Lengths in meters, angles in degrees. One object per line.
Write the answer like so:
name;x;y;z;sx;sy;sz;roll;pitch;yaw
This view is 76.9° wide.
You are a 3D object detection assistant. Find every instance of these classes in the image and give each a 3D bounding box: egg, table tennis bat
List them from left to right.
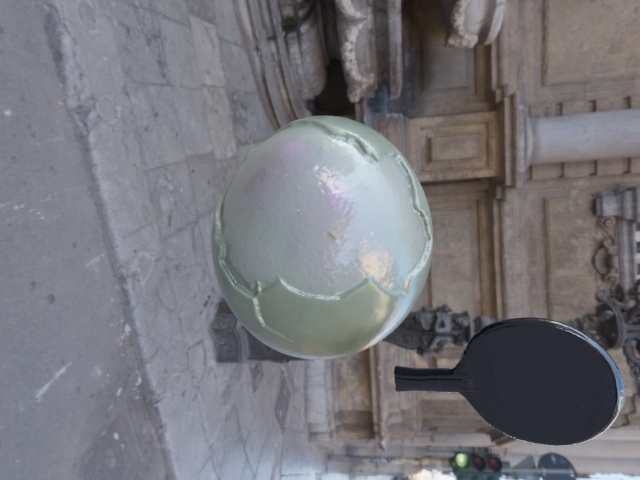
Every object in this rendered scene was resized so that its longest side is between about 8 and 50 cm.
egg;0.000;0.000;0.517;0.336;0.278;0.278;81;10;-54
table tennis bat;0.195;0.158;0.452;0.027;0.236;0.150;-30;107;-58
